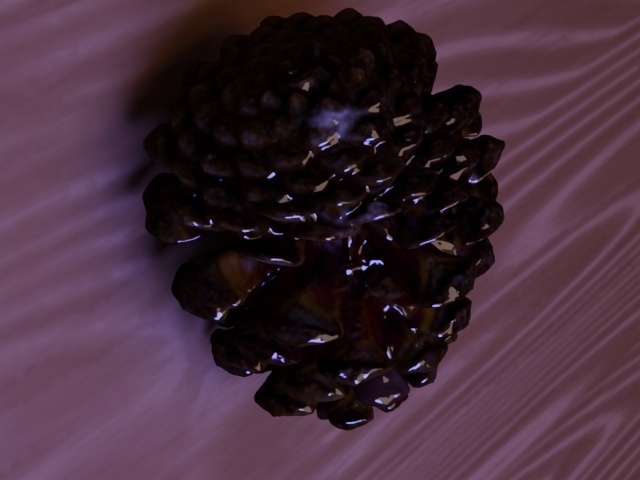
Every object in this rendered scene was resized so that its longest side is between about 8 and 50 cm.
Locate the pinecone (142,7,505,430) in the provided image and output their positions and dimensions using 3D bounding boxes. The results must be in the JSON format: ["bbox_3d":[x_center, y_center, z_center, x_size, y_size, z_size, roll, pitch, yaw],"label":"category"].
[{"bbox_3d":[0.001,-0.002,0.947,0.246,0.246,0.292,-43,147,-38],"label":"pinecone"}]
